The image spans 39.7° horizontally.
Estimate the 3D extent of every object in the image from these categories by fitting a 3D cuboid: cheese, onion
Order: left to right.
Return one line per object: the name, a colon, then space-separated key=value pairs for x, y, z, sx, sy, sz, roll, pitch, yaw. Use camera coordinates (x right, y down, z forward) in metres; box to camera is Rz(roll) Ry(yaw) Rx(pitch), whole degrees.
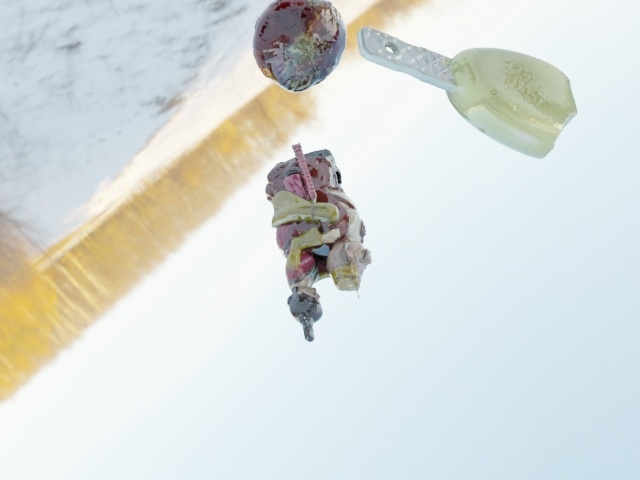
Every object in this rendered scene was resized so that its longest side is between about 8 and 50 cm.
onion: x=-0.024 y=-0.216 z=0.963 sx=0.107 sy=0.107 sz=0.097 roll=-40 pitch=-136 yaw=-2
cheese: x=0.148 y=-0.156 z=0.886 sx=0.050 sy=0.255 sz=0.127 roll=-48 pitch=-143 yaw=46

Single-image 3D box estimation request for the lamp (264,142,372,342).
lamp: x=0.000 y=0.000 z=1.052 sx=0.118 sy=0.118 sz=0.253 roll=-36 pitch=-140 yaw=18
